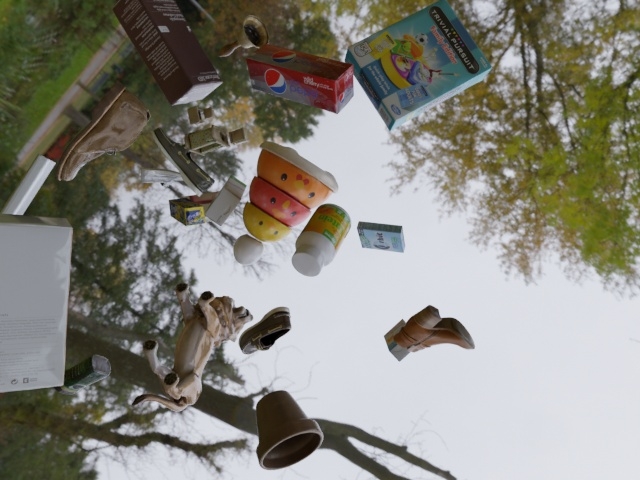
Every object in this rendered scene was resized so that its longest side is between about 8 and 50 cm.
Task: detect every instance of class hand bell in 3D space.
[{"bbox_3d":[-0.331,-0.780,1.934,0.242,0.126,0.126,-10,-133,42],"label":"hand bell"}]

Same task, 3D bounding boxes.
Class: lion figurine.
[{"bbox_3d":[-0.300,0.264,1.150,0.142,0.240,0.392,10,-134,16],"label":"lion figurine"}]

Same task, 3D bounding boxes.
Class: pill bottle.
[{"bbox_3d":[0.000,0.000,1.588,0.136,0.136,0.246,-24,-155,40],"label":"pill bottle"}]

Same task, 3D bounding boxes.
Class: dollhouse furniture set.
[{"bbox_3d":[-0.353,-0.388,1.603,0.182,0.101,0.161,-14,-96,18],"label":"dollhouse furniture set"}]

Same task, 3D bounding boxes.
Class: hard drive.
[{"bbox_3d":[-0.958,-0.132,1.559,0.307,0.040,0.203,-62,-157,-7],"label":"hard drive"}]

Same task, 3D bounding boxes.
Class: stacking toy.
[{"bbox_3d":[-0.180,-0.109,1.897,0.480,0.350,0.350,-60,-153,2],"label":"stacking toy"}]

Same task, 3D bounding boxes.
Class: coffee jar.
[{"bbox_3d":[-0.861,0.486,1.755,0.184,0.096,0.079,-28,-123,8],"label":"coffee jar"}]

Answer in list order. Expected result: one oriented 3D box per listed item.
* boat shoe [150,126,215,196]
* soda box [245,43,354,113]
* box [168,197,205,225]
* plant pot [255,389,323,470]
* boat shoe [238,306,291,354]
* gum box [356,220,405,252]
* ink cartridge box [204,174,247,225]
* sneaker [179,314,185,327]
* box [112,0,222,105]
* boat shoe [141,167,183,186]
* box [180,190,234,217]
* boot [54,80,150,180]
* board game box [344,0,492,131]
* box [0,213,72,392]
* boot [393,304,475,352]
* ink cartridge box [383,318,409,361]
[{"bbox_3d":[-0.525,-0.312,1.856,0.091,0.305,0.109,-38,-177,-3],"label":"boat shoe"},{"bbox_3d":[-0.050,-0.398,1.185,0.263,0.092,0.083,23,-126,24],"label":"soda box"},{"bbox_3d":[-0.398,-0.087,1.443,0.169,0.059,0.054,22,-63,56],"label":"box"},{"bbox_3d":[-0.149,0.726,1.910,0.263,0.263,0.229,-44,-134,12],"label":"plant pot"},{"bbox_3d":[-0.230,0.392,1.998,0.324,0.116,0.097,-42,-131,30],"label":"boat shoe"},{"bbox_3d":[0.255,-0.013,2.036,0.184,0.157,0.041,8,-120,19],"label":"gum box"},{"bbox_3d":[-0.401,-0.173,2.078,0.154,0.093,0.212,-51,-163,16],"label":"ink cartridge box"},{"bbox_3d":[-0.443,0.308,1.950,0.235,0.095,0.090,-20,154,-42],"label":"sneaker"},{"bbox_3d":[-0.541,-0.691,1.740,0.143,0.381,0.191,-24,-169,30],"label":"box"},{"bbox_3d":[-0.601,-0.239,1.872,0.066,0.184,0.063,21,-75,35],"label":"boat shoe"},{"bbox_3d":[-0.581,-0.170,2.513,0.232,0.127,0.148,-7,174,6],"label":"box"},{"bbox_3d":[-0.539,-0.238,1.196,0.305,0.115,0.112,-42,-151,19],"label":"boot"},{"bbox_3d":[0.279,-0.508,1.401,0.336,0.254,0.079,-31,174,-9],"label":"board game box"},{"bbox_3d":[-0.651,0.124,1.066,0.215,0.168,0.345,16,-79,58],"label":"box"},{"bbox_3d":[0.316,0.274,1.360,0.152,0.197,0.073,-48,-169,28],"label":"boot"},{"bbox_3d":[0.298,0.363,1.819,0.104,0.061,0.181,-43,-171,7],"label":"ink cartridge box"}]
